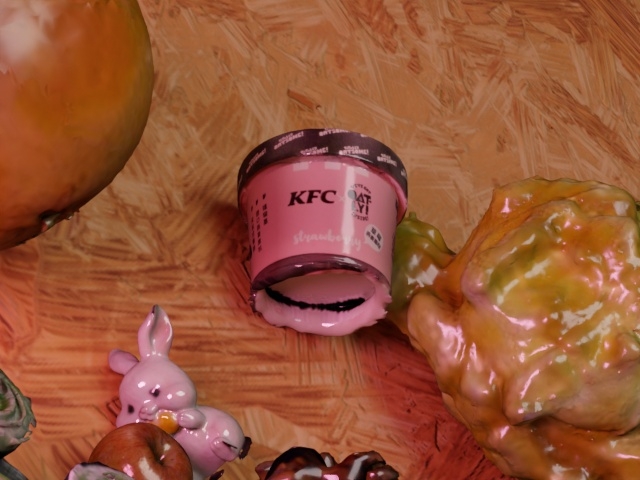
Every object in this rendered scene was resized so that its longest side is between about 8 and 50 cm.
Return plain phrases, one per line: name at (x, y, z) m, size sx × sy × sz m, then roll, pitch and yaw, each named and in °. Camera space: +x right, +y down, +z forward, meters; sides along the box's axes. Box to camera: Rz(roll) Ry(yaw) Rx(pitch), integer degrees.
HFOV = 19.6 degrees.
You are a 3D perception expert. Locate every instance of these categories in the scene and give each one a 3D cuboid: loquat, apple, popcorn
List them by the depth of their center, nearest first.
loquat at (-0.248, -0.116, 1.306) m, size 0.263 × 0.263 × 0.263 m, roll 31°, pitch 38°, yaw -27°
apple at (-0.133, 0.175, 1.334) m, size 0.084 × 0.071 × 0.084 m, roll 37°, pitch 27°, yaw -23°
popcorn at (0.222, 0.080, 1.659) m, size 0.335 × 0.279 × 0.274 m, roll 66°, pitch 19°, yaw 11°

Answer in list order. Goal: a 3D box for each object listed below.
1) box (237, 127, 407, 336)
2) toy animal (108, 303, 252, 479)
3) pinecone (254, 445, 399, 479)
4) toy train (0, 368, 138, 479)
box at (0.000, 0.000, 1.602) m, size 0.151 × 0.151 × 0.135 m, roll 27°, pitch 50°, yaw -32°
toy animal at (-0.112, 0.126, 1.404) m, size 0.124 × 0.071 × 0.085 m, roll 44°, pitch 34°, yaw -10°
pinecone at (0.019, 0.271, 1.289) m, size 0.257 × 0.244 × 0.243 m, roll 20°, pitch 9°, yaw 42°
toy train at (-0.208, 0.195, 1.074) m, size 0.307 × 0.173 × 0.249 m, roll 40°, pitch 12°, yaw -6°
